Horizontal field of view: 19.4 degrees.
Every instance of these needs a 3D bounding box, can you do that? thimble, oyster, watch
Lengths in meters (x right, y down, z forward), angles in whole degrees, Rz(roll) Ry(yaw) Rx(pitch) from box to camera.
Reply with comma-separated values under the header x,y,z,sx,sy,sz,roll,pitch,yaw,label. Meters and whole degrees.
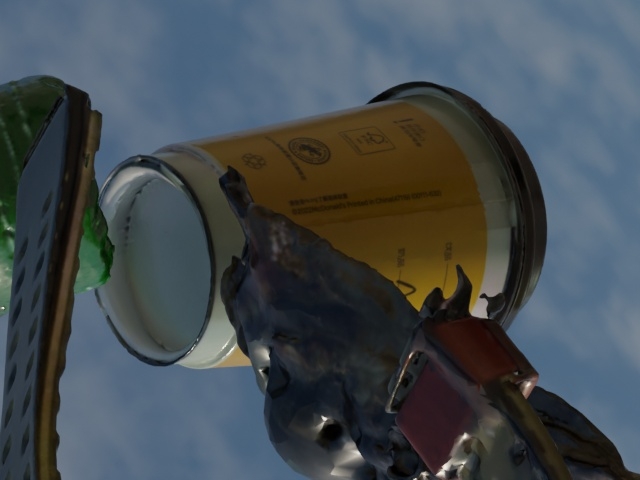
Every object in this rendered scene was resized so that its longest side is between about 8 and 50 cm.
x,y,z,sx,sy,sz,roll,pitch,yaw,label
-0.169,-0.025,1.040,0.118,0.090,0.130,-128,23,-63,thimble
0.064,0.114,0.893,0.361,0.096,0.221,36,173,36,oyster
-0.010,0.063,0.556,0.165,0.102,0.268,8,-137,-16,watch

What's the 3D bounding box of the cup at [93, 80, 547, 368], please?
x,y,z,sx,sy,sz,roll,pitch,yaw,label
0.000,0.000,1.218,0.279,0.196,0.196,-8,-115,-40,cup
